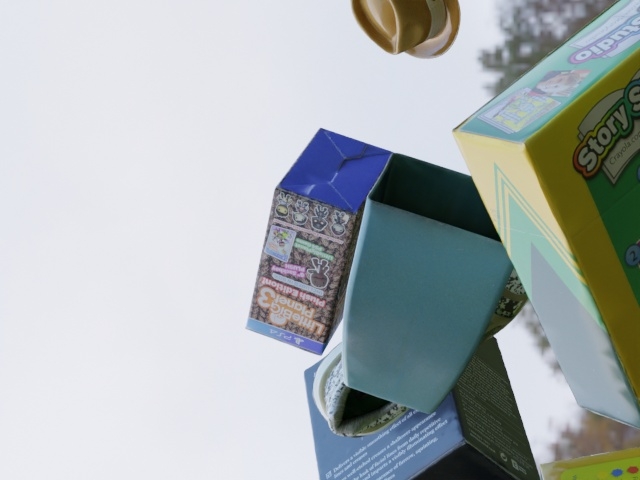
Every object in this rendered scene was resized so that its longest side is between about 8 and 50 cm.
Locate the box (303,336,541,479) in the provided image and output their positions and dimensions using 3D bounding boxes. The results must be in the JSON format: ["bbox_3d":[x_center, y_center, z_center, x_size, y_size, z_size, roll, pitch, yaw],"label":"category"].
[{"bbox_3d":[0.161,0.320,2.363,0.212,0.293,0.395,38,-155,-30],"label":"box"}]

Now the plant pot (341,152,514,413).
[{"bbox_3d":[0.114,0.056,1.552,0.165,0.166,0.234,-59,-15,-65],"label":"plant pot"}]

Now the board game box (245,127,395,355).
[{"bbox_3d":[0.000,0.000,2.370,0.232,0.141,0.291,-57,-16,-54],"label":"board game box"}]

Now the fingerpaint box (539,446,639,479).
[{"bbox_3d":[0.492,0.445,1.747,0.445,0.371,0.163,-93,-10,-59],"label":"fingerpaint box"}]

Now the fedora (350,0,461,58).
[{"bbox_3d":[0.099,-0.319,1.930,0.079,0.194,0.194,-43,-49,-32],"label":"fedora"}]

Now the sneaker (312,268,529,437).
[{"bbox_3d":[0.149,0.124,1.853,0.410,0.158,0.182,-49,4,11],"label":"sneaker"}]

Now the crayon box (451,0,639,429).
[{"bbox_3d":[0.330,-0.065,1.280,0.363,0.106,0.313,-38,-64,-21],"label":"crayon box"}]
